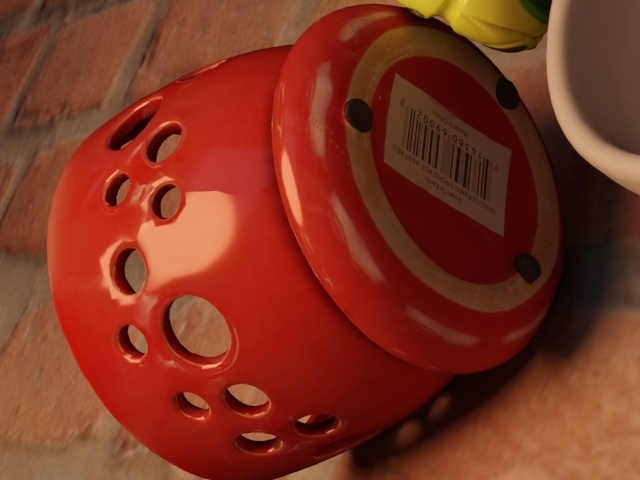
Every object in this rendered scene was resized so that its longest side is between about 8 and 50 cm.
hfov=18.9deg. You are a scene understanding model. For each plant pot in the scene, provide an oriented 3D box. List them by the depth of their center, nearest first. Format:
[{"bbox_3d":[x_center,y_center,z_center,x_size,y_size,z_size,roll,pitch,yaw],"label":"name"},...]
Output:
[{"bbox_3d":[0.000,0.000,0.868,0.174,0.191,0.191,-24,42,43],"label":"plant pot"}]

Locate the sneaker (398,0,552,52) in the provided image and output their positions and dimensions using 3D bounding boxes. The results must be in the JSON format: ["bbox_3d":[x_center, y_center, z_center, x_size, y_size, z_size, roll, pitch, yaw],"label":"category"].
[{"bbox_3d":[0.112,-0.191,0.903,0.123,0.109,0.295,-59,6,34],"label":"sneaker"}]

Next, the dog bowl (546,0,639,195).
[{"bbox_3d":[0.209,-0.114,0.699,0.265,0.104,0.265,-44,28,31],"label":"dog bowl"}]
